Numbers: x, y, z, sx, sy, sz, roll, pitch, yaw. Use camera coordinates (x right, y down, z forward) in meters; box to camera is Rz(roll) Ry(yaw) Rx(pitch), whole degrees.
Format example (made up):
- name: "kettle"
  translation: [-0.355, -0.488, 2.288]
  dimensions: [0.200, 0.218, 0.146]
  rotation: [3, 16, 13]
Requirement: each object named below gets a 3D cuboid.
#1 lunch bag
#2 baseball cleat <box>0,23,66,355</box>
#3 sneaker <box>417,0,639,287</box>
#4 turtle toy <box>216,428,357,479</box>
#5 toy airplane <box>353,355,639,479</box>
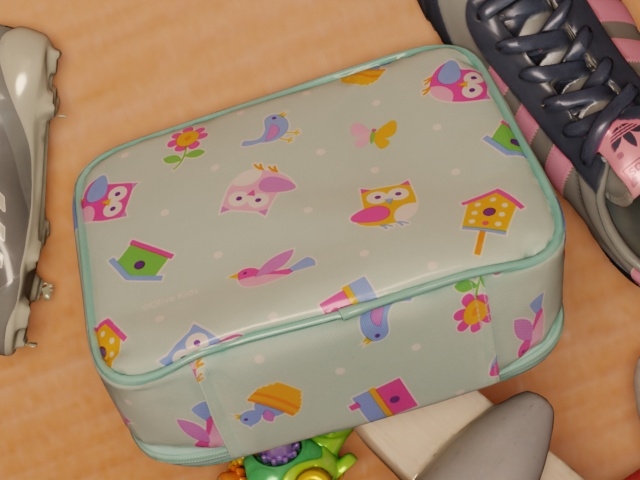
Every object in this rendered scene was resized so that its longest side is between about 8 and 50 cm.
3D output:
- name: "lunch bag"
  translation: [0.000, 0.000, 0.790]
  dimensions: [0.279, 0.224, 0.108]
  rotation: [-17, 133, -2]
- name: "baseball cleat"
  translation: [-0.217, -0.033, 0.835]
  dimensions: [0.109, 0.072, 0.206]
  rotation: [7, 95, -6]
- name: "sneaker"
  translation: [0.171, -0.089, 0.827]
  dimensions: [0.112, 0.131, 0.319]
  rotation: [-40, 106, 6]
- name: "turtle toy"
  translation: [-0.020, 0.149, 0.902]
  dimensions: [0.130, 0.095, 0.066]
  rotation: [-41, 85, 5]
- name: "toy airplane"
  translation: [0.190, 0.260, 0.857]
  dimensions: [0.386, 0.272, 0.384]
  rotation: [2, 105, -7]
